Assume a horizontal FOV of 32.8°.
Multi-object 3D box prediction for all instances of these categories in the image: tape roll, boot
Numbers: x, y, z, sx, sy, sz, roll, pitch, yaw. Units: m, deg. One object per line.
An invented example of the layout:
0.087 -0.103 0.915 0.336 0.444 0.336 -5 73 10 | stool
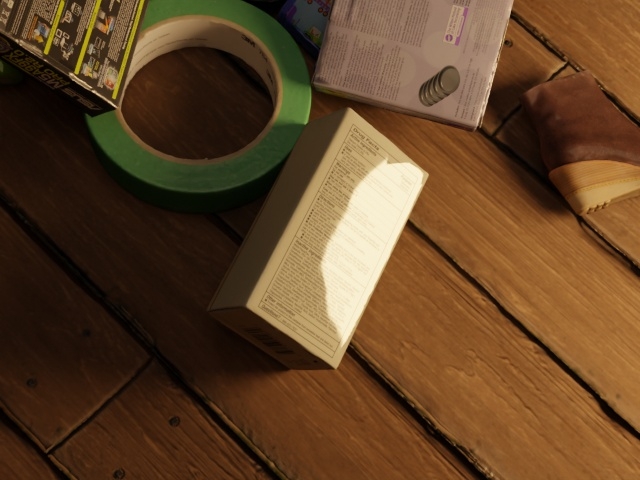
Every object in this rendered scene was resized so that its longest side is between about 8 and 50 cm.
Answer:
-0.175 -0.198 1.541 0.321 0.077 0.321 2 69 -5 | tape roll
0.434 -0.163 1.578 0.248 0.090 0.207 -17 73 -8 | boot

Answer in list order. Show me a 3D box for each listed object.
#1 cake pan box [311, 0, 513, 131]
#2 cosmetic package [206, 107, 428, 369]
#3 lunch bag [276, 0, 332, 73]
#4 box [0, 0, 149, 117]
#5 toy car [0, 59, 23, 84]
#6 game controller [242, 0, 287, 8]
0.137 -0.310 1.525 0.245 0.070 0.267 14 91 3 | cake pan box
0.000 0.000 1.430 0.160 0.113 0.309 38 65 -23 | cosmetic package
0.095 -0.350 1.612 0.221 0.138 0.293 41 79 8 | lunch bag
-0.331 -0.333 1.436 0.060 0.216 0.270 -9 61 39 | box
-0.410 -0.316 1.489 0.149 0.188 0.155 -6 82 -7 | toy car
-0.111 -0.496 1.669 0.166 0.067 0.319 3 69 0 | game controller
